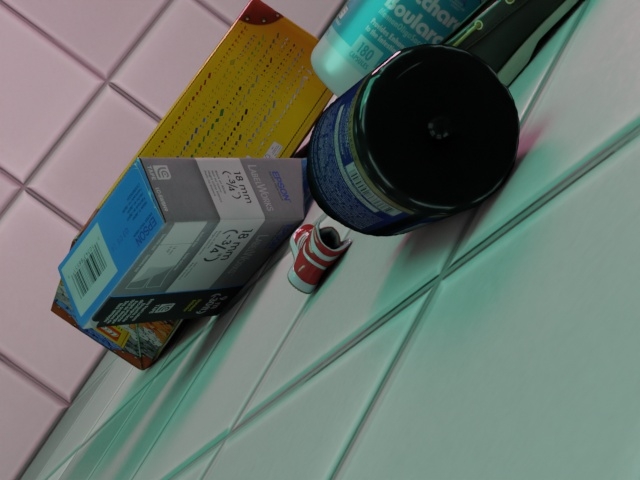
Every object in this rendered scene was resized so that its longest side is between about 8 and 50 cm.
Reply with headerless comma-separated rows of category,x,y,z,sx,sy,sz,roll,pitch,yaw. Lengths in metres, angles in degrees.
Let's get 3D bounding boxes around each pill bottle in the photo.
pill bottle,0.058,-0.068,1.115,0.123,0.122,0.219,-55,8,-13
pill bottle,0.120,-0.226,1.357,0.264,0.146,0.146,-52,8,14

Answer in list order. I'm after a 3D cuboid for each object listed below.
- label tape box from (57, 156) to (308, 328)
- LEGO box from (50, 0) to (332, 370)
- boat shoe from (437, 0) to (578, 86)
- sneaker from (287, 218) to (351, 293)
label tape box,-0.141,-0.001,1.928,0.333,0.106,0.240,-4,-32,-41
LEGO box,-0.194,-0.082,2.315,0.500,0.193,0.372,-57,3,-24
boat shoe,0.185,-0.220,1.234,0.228,0.068,0.081,-51,8,20
sneaker,0.000,0.000,1.466,0.067,0.042,0.118,-54,14,24
